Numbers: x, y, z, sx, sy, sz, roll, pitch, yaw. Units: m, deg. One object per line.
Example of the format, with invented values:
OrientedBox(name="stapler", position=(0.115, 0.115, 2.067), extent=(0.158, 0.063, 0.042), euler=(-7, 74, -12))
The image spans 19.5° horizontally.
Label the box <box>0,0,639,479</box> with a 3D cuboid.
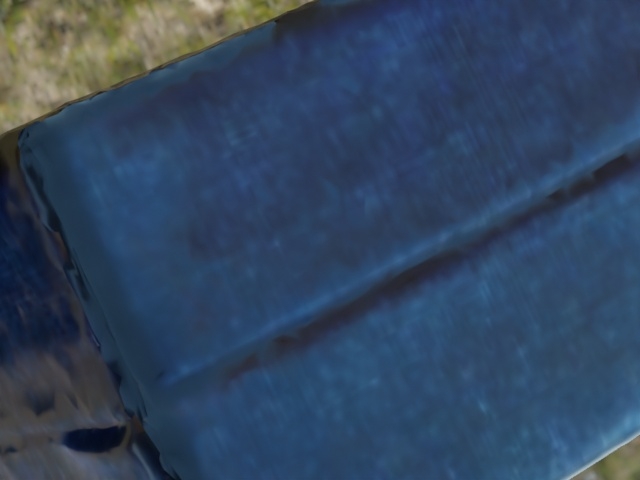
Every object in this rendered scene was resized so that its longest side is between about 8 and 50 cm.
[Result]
OrientedBox(name="box", position=(0.000, 0.000, 0.487), extent=(0.261, 0.116, 0.279), euler=(-29, -173, -31))
